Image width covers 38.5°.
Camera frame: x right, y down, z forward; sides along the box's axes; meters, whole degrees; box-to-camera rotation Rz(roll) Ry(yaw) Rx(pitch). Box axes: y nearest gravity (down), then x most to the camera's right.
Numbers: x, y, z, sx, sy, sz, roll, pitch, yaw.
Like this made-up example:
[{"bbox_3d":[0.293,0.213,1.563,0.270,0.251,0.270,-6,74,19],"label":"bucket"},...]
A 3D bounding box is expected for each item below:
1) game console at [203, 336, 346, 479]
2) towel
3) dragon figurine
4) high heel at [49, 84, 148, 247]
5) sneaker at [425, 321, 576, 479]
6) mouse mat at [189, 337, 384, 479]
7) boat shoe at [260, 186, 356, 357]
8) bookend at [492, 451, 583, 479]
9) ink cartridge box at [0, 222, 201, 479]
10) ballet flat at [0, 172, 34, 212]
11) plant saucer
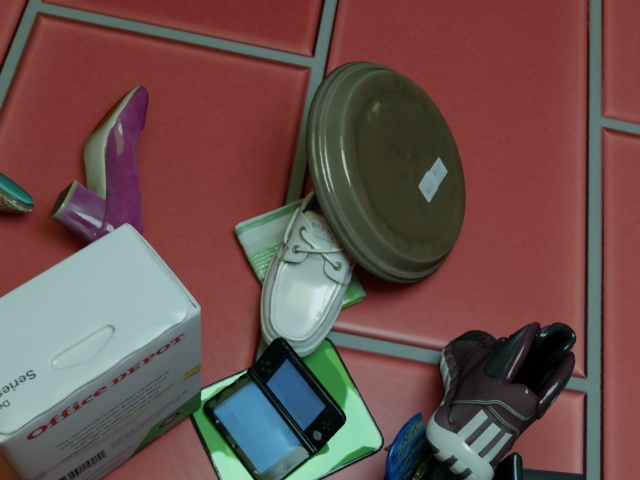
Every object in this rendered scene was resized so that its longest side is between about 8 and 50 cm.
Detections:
[{"bbox_3d":[-0.051,0.188,1.005,0.122,0.107,0.071,49,39,16],"label":"game console"},{"bbox_3d":[-0.027,0.028,1.127,0.113,0.023,0.152,-23,71,-16],"label":"towel"},{"bbox_3d":[0.106,0.242,0.964,0.085,0.144,0.289,35,63,9],"label":"dragon figurine"},{"bbox_3d":[-0.236,-0.085,1.135,0.117,0.082,0.244,37,43,-24],"label":"high heel"},{"bbox_3d":[0.206,0.133,0.959,0.106,0.162,0.281,39,22,-2],"label":"sneaker"},{"bbox_3d":[-0.040,0.206,1.039,0.190,0.007,0.152,-22,68,-17],"label":"mouse mat"},{"bbox_3d":[0.000,0.000,1.075,0.098,0.096,0.277,19,63,-1],"label":"boat shoe"},{"bbox_3d":[0.251,0.282,0.958,0.156,0.157,0.072,6,63,-5],"label":"bookend"},{"bbox_3d":[-0.227,0.133,0.890,0.201,0.278,0.117,-34,71,-22],"label":"ink cartridge box"},{"bbox_3d":[-0.433,-0.081,1.103,0.206,0.073,0.067,39,91,15],"label":"ballet flat"},{"bbox_3d":[0.092,-0.087,1.098,0.278,0.041,0.278,19,64,-44],"label":"plant saucer"}]
